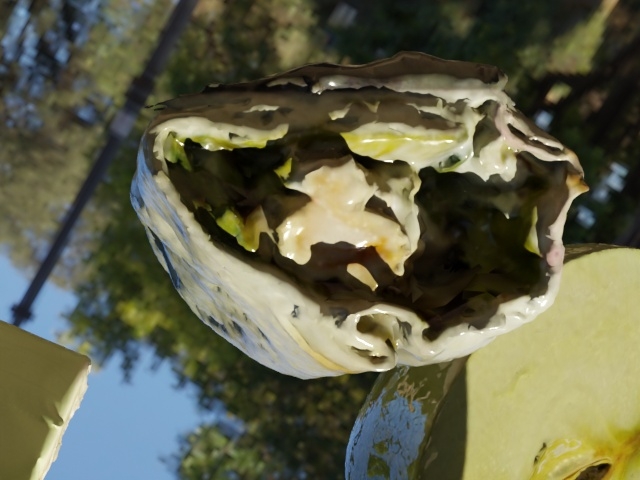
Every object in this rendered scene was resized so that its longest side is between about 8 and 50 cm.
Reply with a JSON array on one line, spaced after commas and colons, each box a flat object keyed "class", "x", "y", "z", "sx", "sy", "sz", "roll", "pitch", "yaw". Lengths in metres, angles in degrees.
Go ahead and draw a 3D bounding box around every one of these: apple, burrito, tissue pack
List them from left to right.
[{"class": "tissue pack", "x": -0.295, "y": 0.119, "z": 1.067, "sx": 0.234, "sy": 0.125, "sz": 0.159, "roll": 25, "pitch": -133, "yaw": -7}, {"class": "burrito", "x": 0.003, "y": 0.001, "z": 0.796, "sx": 0.190, "sy": 0.135, "sz": 0.332, "roll": -10, "pitch": 177, "yaw": -8}, {"class": "apple", "x": 0.180, "y": 0.193, "z": 1.290, "sx": 0.360, "sy": 0.312, "sz": 0.320, "roll": -24, "pitch": -112, "yaw": -34}]
